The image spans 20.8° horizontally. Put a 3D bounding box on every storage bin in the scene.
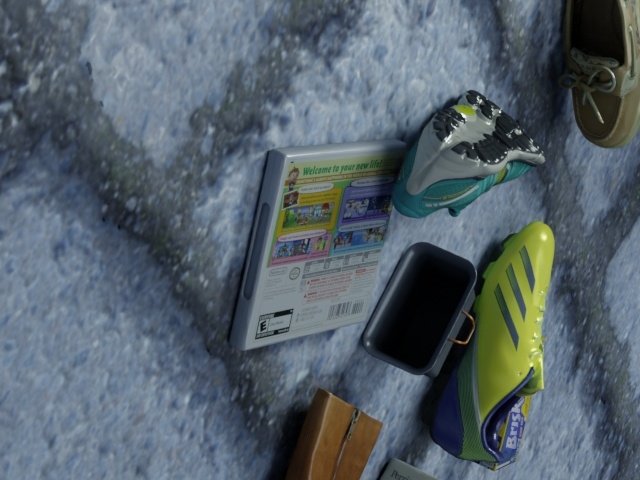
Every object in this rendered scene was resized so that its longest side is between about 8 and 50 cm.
[{"bbox_3d":[0.120,0.085,1.869,0.135,0.098,0.091,-63,159,-8],"label":"storage bin"}]

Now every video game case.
[{"bbox_3d":[0.000,0.000,1.685,0.212,0.023,0.193,-9,116,-55],"label":"video game case"}]

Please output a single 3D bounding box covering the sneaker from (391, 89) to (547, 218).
[{"bbox_3d":[0.148,-0.084,1.806,0.110,0.107,0.275,-52,164,24],"label":"sneaker"}]

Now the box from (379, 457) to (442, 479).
[{"bbox_3d":[0.102,0.388,1.965,0.232,0.148,0.127,-60,147,-15],"label":"box"}]

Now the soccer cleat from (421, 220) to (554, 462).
[{"bbox_3d":[0.221,0.121,2.012,0.093,0.121,0.289,30,82,-59],"label":"soccer cleat"}]

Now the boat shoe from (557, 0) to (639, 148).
[{"bbox_3d":[0.313,-0.237,1.966,0.089,0.104,0.285,-22,116,-45],"label":"boat shoe"}]

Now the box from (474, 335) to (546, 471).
[{"bbox_3d":[0.222,0.191,2.124,0.059,0.054,0.169,-13,120,-54],"label":"box"}]

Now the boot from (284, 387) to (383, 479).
[{"bbox_3d":[-0.032,0.286,1.745,0.264,0.096,0.280,27,84,-59],"label":"boot"}]
